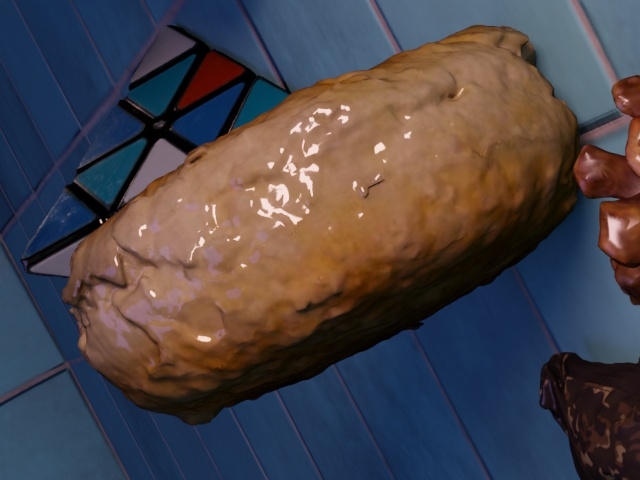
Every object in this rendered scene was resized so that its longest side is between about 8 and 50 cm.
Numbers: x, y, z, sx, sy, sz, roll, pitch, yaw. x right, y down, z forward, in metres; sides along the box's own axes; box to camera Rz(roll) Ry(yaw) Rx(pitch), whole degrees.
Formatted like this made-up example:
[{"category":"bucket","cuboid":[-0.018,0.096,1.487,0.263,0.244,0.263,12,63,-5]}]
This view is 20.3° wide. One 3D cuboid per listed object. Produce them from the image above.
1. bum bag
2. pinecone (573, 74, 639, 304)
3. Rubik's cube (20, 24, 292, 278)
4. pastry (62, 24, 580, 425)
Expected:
[{"category":"bum bag","cuboid":[0.195,0.115,1.028,0.102,0.069,0.248,62,165,-5]},{"category":"pinecone","cuboid":[0.192,-0.028,0.659,0.212,0.169,0.185,122,133,-56]},{"category":"Rubik's cube","cuboid":[-0.045,-0.029,1.521,0.250,0.284,0.234,-10,133,38]},{"category":"pastry","cuboid":[0.000,0.000,1.027,0.136,0.330,0.329,61,163,6]}]
